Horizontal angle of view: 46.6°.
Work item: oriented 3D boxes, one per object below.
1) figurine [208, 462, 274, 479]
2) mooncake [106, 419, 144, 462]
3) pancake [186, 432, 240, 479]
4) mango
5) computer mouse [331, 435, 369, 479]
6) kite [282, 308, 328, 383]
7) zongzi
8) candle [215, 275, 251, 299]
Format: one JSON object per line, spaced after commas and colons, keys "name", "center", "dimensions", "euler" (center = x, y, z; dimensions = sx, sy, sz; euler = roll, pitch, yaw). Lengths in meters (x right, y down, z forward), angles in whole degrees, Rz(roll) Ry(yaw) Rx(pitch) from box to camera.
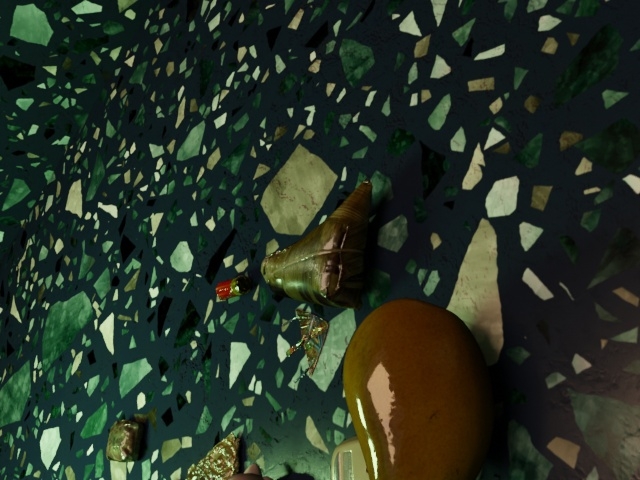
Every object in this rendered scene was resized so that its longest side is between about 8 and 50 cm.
{"name": "figurine", "center": [-0.207, 0.645, 1.669], "dimensions": [0.176, 0.186, 0.287], "euler": [31, 66, 33]}
{"name": "mooncake", "center": [-0.584, 0.596, 2.216], "dimensions": [0.130, 0.073, 0.125], "euler": [-17, 63, 43]}
{"name": "pancake", "center": [-0.239, 0.606, 1.844], "dimensions": [0.266, 0.057, 0.244], "euler": [19, 83, 46]}
{"name": "mango", "center": [0.172, 0.288, 1.305], "dimensions": [0.221, 0.264, 0.377], "euler": [103, 169, -66]}
{"name": "computer mouse", "center": [0.118, 0.445, 1.444], "dimensions": [0.237, 0.082, 0.145], "euler": [-25, 59, 41]}
{"name": "kite", "center": [-0.034, 0.233, 1.753], "dimensions": [0.160, 0.010, 0.182], "euler": [-39, 50, 34]}
{"name": "zongzi", "center": [0.000, 0.000, 1.695], "dimensions": [0.286, 0.134, 0.288], "euler": [6, 82, 47]}
{"name": "candle", "center": [-0.241, 0.130, 1.999], "dimensions": [0.131, 0.052, 0.051], "euler": [-20, 63, 45]}
